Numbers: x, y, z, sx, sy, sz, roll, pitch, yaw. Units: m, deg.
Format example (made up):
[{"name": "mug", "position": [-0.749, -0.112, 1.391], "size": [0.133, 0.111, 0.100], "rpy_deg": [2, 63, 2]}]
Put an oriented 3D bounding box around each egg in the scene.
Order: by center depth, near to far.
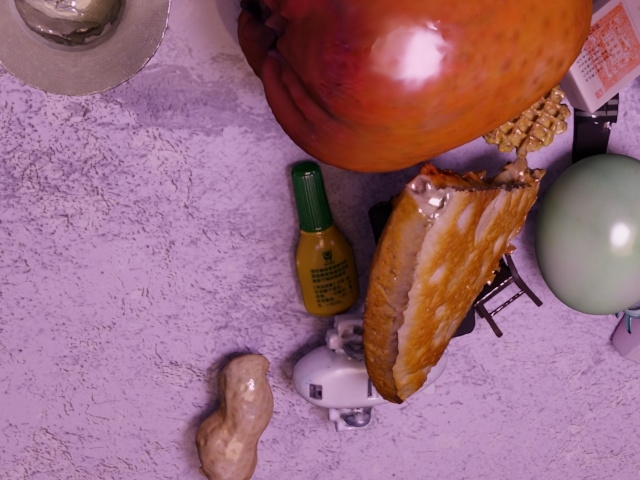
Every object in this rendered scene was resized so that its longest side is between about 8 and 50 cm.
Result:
[{"name": "egg", "position": [0.455, -0.007, 1.609], "size": [0.221, 0.220, 0.269], "rpy_deg": [-7, 119, -10]}]

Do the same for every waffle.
[{"name": "waffle", "position": [0.284, -0.210, 1.514], "size": [0.191, 0.191, 0.038], "rpy_deg": [-5, 157, -11]}]

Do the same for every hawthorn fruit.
[{"name": "hawthorn fruit", "position": [0.109, -0.328, 1.272], "size": [0.472, 0.471, 0.471], "rpy_deg": [-6, 117, -11]}]

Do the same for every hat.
[{"name": "hat", "position": [-0.327, -0.328, 1.312], "size": [0.257, 0.130, 0.257], "rpy_deg": [-5, 116, -11]}]

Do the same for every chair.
[{"name": "chair", "position": [0.271, 0.047, 1.671], "size": [0.101, 0.084, 0.212], "rpy_deg": [-37, 118, 1]}]

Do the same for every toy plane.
[{"name": "toy plane", "position": [0.084, 0.214, 1.682], "size": [0.267, 0.122, 0.266], "rpy_deg": [-6, 121, -11]}]

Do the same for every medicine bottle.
[{"name": "medicine bottle", "position": [0.000, 0.000, 1.590], "size": [0.095, 0.064, 0.260], "rpy_deg": [-16, 119, -8]}]

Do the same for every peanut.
[{"name": "peanut", "position": [-0.140, 0.307, 1.686], "size": [0.117, 0.101, 0.263], "rpy_deg": [4, 116, -37]}]

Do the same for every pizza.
[{"name": "pizza", "position": [0.191, 0.008, 1.488], "size": [0.406, 0.130, 0.439], "rpy_deg": [-40, 150, -37]}]

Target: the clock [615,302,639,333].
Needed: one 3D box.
[{"name": "clock", "position": [0.564, 0.094, 1.757], "size": [0.041, 0.101, 0.135], "rpy_deg": [27, 112, -32]}]

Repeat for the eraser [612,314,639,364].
[{"name": "eraser", "position": [0.687, 0.177, 1.831], "size": [0.270, 0.094, 0.174], "rpy_deg": [24, 111, -22]}]

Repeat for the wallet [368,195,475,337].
[{"name": "wallet", "position": [0.167, 0.045, 1.614], "size": [0.149, 0.044, 0.250], "rpy_deg": [-12, 94, -18]}]

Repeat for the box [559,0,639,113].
[{"name": "box", "position": [0.445, -0.309, 1.532], "size": [0.201, 0.058, 0.141], "rpy_deg": [-37, 118, -6]}]

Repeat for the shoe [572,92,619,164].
[{"name": "shoe", "position": [0.447, -0.188, 1.616], "size": [0.071, 0.049, 0.179], "rpy_deg": [-6, 117, -12]}]
